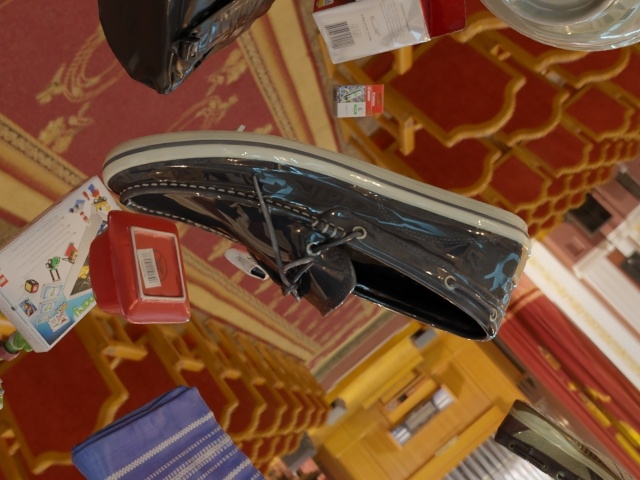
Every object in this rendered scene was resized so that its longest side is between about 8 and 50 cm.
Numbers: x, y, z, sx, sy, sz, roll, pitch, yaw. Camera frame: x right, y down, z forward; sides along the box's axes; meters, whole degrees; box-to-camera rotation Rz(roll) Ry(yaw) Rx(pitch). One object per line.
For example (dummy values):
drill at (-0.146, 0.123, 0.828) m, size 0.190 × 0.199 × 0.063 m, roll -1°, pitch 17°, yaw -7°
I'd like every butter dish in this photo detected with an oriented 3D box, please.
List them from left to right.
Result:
butter dish at (-0.277, 0.049, 1.027) m, size 0.118 × 0.160 × 0.160 m, roll -16°, pitch 168°, yaw 22°

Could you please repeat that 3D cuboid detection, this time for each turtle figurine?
turtle figurine at (-0.724, 0.264, 1.466) m, size 0.266 × 0.198 × 0.275 m, roll -40°, pitch 172°, yaw 26°

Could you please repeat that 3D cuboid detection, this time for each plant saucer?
plant saucer at (0.347, -0.425, 1.026) m, size 0.100 × 0.400 × 0.400 m, roll -52°, pitch 170°, yaw -27°

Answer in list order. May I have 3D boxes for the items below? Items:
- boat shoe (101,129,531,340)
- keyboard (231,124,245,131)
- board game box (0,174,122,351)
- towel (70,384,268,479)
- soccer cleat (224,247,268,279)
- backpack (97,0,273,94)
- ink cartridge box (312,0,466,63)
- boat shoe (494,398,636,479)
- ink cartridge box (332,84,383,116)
boat shoe at (0.000, 0.000, 0.805) m, size 0.187 × 0.500 × 0.156 m, roll 139°, pitch -36°, yaw -71°
keyboard at (-0.246, -0.194, 1.663) m, size 0.072 × 0.014 × 0.256 m, roll -26°, pitch -155°, yaw 33°
board game box at (-0.481, 0.037, 1.356) m, size 0.053 × 0.193 × 0.305 m, roll -11°, pitch -151°, yaw 39°
towel at (-0.087, 0.302, 0.743) m, size 0.040 × 0.336 × 0.243 m, roll -46°, pitch 171°, yaw 11°
soccer cleat at (-0.121, 0.039, 1.184) m, size 0.029 × 0.083 × 0.035 m, roll -55°, pitch -172°, yaw 7°
backpack at (-0.163, -0.411, 1.017) m, size 0.355 × 0.273 × 0.290 m, roll -37°, pitch 152°, yaw -44°
ink cartridge box at (0.141, -0.526, 1.426) m, size 0.272 × 0.309 × 0.130 m, roll -9°, pitch 141°, yaw 18°
boat shoe at (0.313, 0.286, 0.866) m, size 0.073 × 0.223 × 0.080 m, roll -54°, pitch 163°, yaw 8°
ink cartridge box at (0.082, -0.284, 1.448) m, size 0.115 × 0.029 × 0.063 m, roll -6°, pitch 107°, yaw -20°
